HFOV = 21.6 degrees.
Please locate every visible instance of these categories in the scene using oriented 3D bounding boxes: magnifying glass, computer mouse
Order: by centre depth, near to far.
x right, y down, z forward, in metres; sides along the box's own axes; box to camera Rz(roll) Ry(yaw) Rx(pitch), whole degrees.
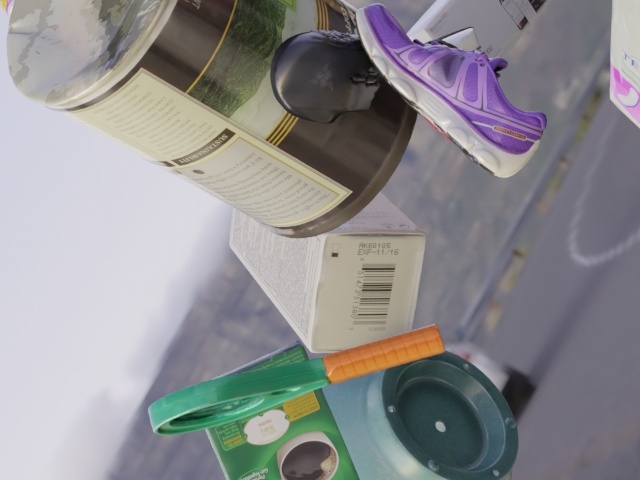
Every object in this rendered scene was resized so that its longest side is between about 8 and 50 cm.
[{"bbox_3d":[-0.018,0.107,1.279,0.231,0.026,0.092,-18,-16,2],"label":"magnifying glass"},{"bbox_3d":[0.054,-0.124,1.299,0.242,0.041,0.071,-5,-75,-46],"label":"computer mouse"}]

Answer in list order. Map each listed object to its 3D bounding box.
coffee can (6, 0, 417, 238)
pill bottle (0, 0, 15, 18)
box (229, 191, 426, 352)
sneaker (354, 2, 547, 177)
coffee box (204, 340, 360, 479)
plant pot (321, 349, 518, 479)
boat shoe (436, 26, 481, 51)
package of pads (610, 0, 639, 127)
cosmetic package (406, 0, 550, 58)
[{"bbox_3d":[-0.083,-0.143,1.352,0.275,0.201,0.201,28,-88,-41],"label":"coffee can"},{"bbox_3d":[-0.312,-0.258,1.700,0.043,0.083,0.043,-27,-33,-19],"label":"pill bottle"},{"bbox_3d":[0.000,0.000,1.926,0.311,0.121,0.148,-130,44,-60],"label":"box"},{"bbox_3d":[0.095,-0.118,1.224,0.071,0.170,0.068,-48,-15,2],"label":"sneaker"},{"bbox_3d":[-0.033,0.196,1.497,0.113,0.184,0.040,-24,3,-8],"label":"coffee box"},{"bbox_3d":[0.093,0.237,1.821,0.196,0.293,0.293,-50,3,41],"label":"plant pot"},{"bbox_3d":[0.125,-0.155,1.565,0.077,0.070,0.219,-23,6,16],"label":"boat shoe"},{"bbox_3d":[0.348,-0.157,1.423,0.101,0.229,0.296,-34,-28,-11],"label":"package of pads"},{"bbox_3d":[0.189,-0.264,1.967,0.060,0.099,0.239,-31,15,50],"label":"cosmetic package"}]
